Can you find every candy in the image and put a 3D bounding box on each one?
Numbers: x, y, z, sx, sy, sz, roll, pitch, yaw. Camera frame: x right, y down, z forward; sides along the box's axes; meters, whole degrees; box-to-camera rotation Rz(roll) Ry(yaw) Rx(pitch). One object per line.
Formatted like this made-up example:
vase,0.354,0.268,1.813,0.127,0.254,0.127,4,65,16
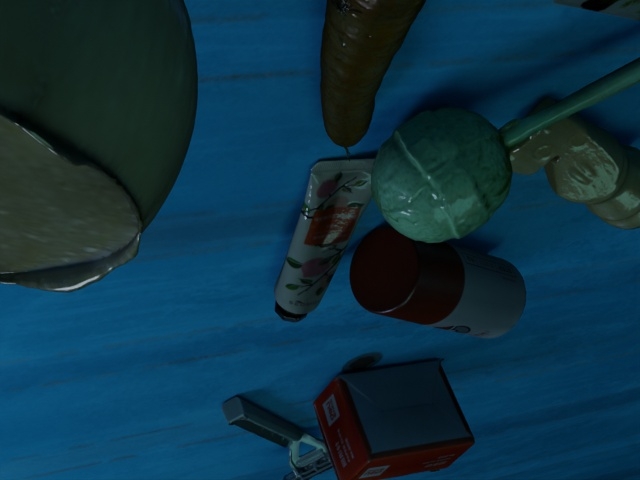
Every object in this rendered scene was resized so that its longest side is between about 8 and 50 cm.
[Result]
candy,0.246,-0.134,1.082,0.439,0.119,0.119,-29,152,2

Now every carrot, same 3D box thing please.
carrot,0.031,-0.141,0.939,0.078,0.078,0.298,-14,155,-14

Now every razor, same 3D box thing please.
razor,-0.059,0.263,1.625,0.111,0.056,0.278,-29,145,10

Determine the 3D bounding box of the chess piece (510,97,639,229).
chess piece,0.265,-0.081,1.215,0.200,0.090,0.090,23,130,-39

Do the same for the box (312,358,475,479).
box,0.097,0.246,1.607,0.182,0.133,0.099,-5,150,-32

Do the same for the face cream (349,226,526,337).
face cream,0.132,0.049,1.318,0.096,0.096,0.214,-38,148,28

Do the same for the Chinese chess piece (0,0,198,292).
Chinese chess piece,-0.234,-0.088,0.633,0.338,0.141,0.338,7,159,3

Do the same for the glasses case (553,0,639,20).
glasses case,0.235,-0.224,0.939,0.272,0.062,0.095,1,145,-36

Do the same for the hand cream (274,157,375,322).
hand cream,0.000,0.000,1.199,0.080,0.050,0.234,-4,142,-23
